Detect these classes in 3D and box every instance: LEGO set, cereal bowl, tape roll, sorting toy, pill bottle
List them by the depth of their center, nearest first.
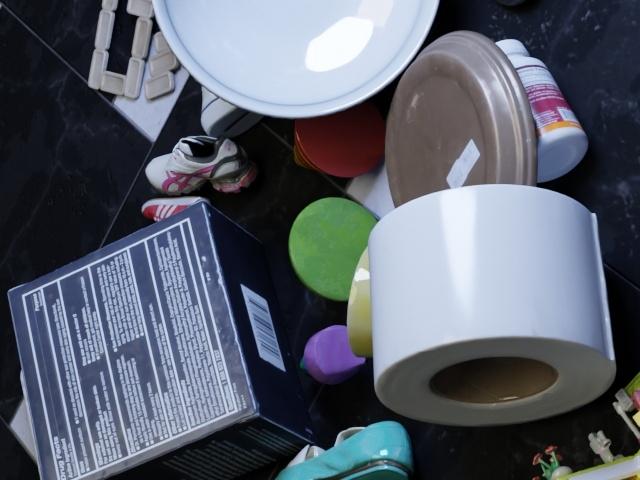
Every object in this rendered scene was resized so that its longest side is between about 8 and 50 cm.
[{"bbox_3d":[0.290,0.189,1.615,0.287,0.132,0.107,-36,49,5],"label":"LEGO set"},{"bbox_3d":[0.172,0.071,1.660,0.246,0.246,0.169,-25,55,37],"label":"tape roll"},{"bbox_3d":[0.227,-0.145,1.784,0.086,0.086,0.152,-43,54,28],"label":"pill bottle"},{"bbox_3d":[-0.031,-0.310,1.901,0.141,0.339,0.338,-133,60,-84],"label":"cereal bowl"},{"bbox_3d":[0.000,0.000,1.969,0.126,0.127,0.365,150,124,-62],"label":"sorting toy"}]

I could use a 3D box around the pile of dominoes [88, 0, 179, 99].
[{"bbox_3d":[-0.241,-0.324,2.315,0.196,0.040,0.251,20,102,43],"label":"pile of dominoes"}]

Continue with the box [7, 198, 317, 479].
[{"bbox_3d":[-0.198,0.156,1.998,0.294,0.183,0.296,-23,63,15],"label":"box"}]

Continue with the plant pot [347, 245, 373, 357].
[{"bbox_3d":[0.097,0.074,1.838,0.095,0.134,0.134,8,86,20],"label":"plant pot"}]

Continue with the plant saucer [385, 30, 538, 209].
[{"bbox_3d":[0.147,-0.095,1.807,0.278,0.041,0.277,14,106,60],"label":"plant saucer"}]

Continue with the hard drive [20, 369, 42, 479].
[{"bbox_3d":[-0.286,0.202,2.214,0.319,0.040,0.210,-35,59,33],"label":"hard drive"}]

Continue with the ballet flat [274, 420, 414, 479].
[{"bbox_3d":[0.015,0.273,1.902,0.247,0.083,0.087,-28,38,36],"label":"ballet flat"}]

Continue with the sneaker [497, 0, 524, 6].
[{"bbox_3d":[0.224,-0.415,1.847,0.090,0.145,0.270,1,116,54],"label":"sneaker"}]

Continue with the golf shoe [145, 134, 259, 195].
[{"bbox_3d":[-0.168,-0.108,2.138,0.186,0.086,0.067,-3,45,41],"label":"golf shoe"}]

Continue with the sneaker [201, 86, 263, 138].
[{"bbox_3d":[-0.071,-0.227,2.077,0.258,0.094,0.091,-31,65,35],"label":"sneaker"}]

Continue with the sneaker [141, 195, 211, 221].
[{"bbox_3d":[-0.200,-0.022,2.185,0.118,0.042,0.067,-5,73,40],"label":"sneaker"}]
